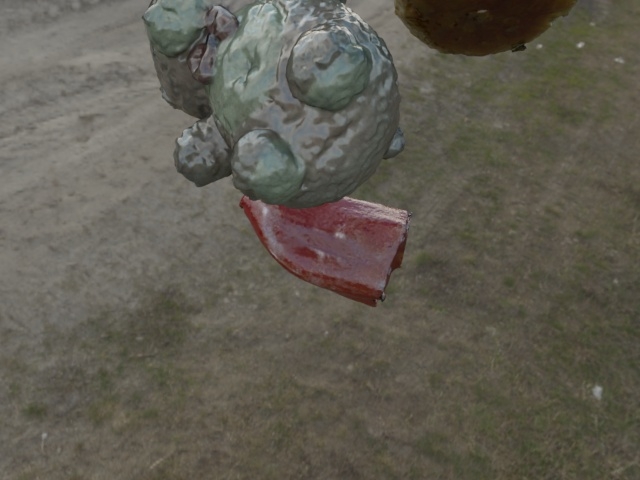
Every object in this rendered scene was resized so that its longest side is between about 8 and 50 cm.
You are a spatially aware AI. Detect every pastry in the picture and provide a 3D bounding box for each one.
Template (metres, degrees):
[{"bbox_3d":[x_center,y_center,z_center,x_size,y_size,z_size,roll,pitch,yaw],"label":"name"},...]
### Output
[{"bbox_3d":[0.170,-0.270,0.670,0.192,0.182,0.093,0,68,8],"label":"pastry"}]

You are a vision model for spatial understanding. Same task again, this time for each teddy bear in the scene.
[{"bbox_3d":[-0.049,-0.148,0.534,0.267,0.236,0.151,48,23,24],"label":"teddy bear"}]

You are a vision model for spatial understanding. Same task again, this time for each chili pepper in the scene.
[{"bbox_3d":[0.000,0.000,0.926,0.252,0.144,0.136,16,32,-3],"label":"chili pepper"}]
